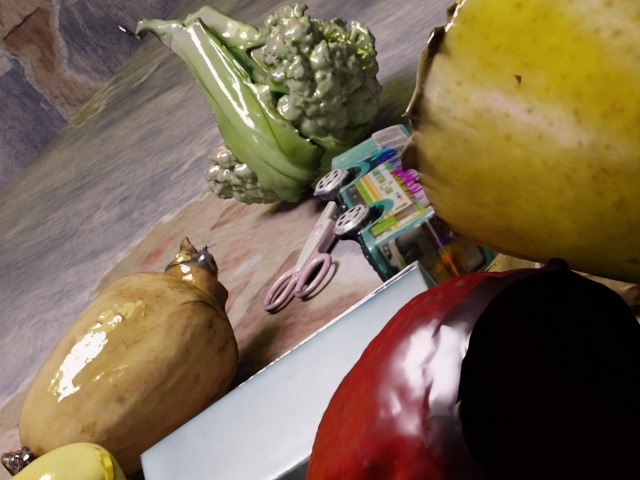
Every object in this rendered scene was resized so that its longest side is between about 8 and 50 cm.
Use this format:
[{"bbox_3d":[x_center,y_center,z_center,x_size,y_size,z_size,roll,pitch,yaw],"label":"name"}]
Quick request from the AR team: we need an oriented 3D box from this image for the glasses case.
[{"bbox_3d":[-0.008,0.135,1.013,0.266,0.056,0.105,-36,43,14],"label":"glasses case"}]

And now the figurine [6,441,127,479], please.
[{"bbox_3d":[-0.181,0.235,1.013,0.246,0.131,0.156,30,106,63],"label":"figurine"}]

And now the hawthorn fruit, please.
[{"bbox_3d":[0.076,0.122,0.676,0.251,0.189,0.189,-49,10,35],"label":"hawthorn fruit"}]

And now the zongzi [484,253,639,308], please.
[{"bbox_3d":[0.186,-0.014,0.932,0.160,0.078,0.176,-43,9,-28],"label":"zongzi"}]

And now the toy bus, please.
[{"bbox_3d":[0.066,-0.022,1.161,0.109,0.091,0.261,-32,20,3],"label":"toy bus"}]

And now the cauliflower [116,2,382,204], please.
[{"bbox_3d":[-0.065,-0.172,1.467,0.239,0.315,0.256,-55,0,-10],"label":"cauliflower"}]

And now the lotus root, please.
[{"bbox_3d":[-0.158,0.119,1.190,0.257,0.140,0.154,-48,-13,-19],"label":"lotus root"}]

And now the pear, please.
[{"bbox_3d":[0.185,-0.051,0.643,0.267,0.267,0.178,-41,60,-3],"label":"pear"}]

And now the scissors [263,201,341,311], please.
[{"bbox_3d":[0.000,0.000,1.337,0.085,0.022,0.176,-27,25,44],"label":"scissors"}]
